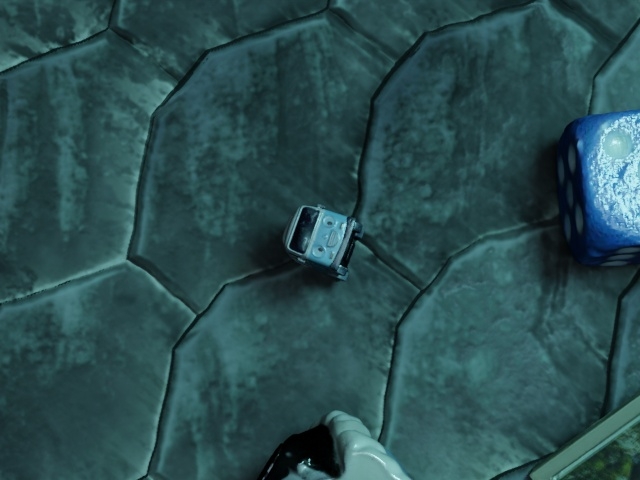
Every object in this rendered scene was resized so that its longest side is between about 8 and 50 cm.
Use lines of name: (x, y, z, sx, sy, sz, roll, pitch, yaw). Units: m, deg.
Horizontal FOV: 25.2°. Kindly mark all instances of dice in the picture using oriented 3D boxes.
dice: (0.323, -0.054, 1.453, 0.146, 0.143, 0.146, -5, 82, 0)

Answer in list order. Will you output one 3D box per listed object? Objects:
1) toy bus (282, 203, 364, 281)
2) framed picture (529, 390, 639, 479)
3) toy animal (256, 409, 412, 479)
toy bus: (0.000, 0.000, 1.454, 0.075, 0.123, 0.060, 19, 85, 4)
framed picture: (0.405, 0.235, 1.432, 0.324, 0.020, 0.240, -39, 87, 18)
toy animal: (0.024, 0.284, 1.415, 0.204, 0.156, 0.208, 40, 102, -1)
